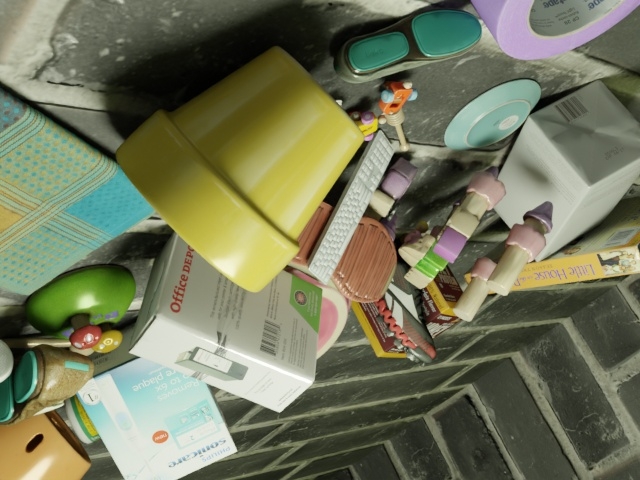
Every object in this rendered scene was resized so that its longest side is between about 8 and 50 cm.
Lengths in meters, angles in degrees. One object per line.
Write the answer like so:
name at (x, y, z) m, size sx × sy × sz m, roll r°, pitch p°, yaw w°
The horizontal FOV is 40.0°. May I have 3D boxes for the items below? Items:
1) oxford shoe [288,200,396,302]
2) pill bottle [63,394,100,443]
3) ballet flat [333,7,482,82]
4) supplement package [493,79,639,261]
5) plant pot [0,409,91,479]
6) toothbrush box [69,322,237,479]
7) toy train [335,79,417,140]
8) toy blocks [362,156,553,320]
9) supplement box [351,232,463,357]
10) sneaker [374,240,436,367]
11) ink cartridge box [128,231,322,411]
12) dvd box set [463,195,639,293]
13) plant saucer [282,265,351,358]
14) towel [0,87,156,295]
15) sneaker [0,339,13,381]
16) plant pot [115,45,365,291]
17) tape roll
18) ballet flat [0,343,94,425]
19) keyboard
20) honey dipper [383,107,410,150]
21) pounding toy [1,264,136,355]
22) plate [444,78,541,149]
oxford shoe at (0.000, 0.000, 1.504) m, size 0.397 × 0.147 × 0.140 m, roll 34°, pitch 78°, yaw -52°
pill bottle at (-0.400, 0.316, 1.779) m, size 0.209 × 0.117 × 0.117 m, roll -24°, pitch 157°, yaw -6°
ballet flat at (0.115, -0.265, 1.191) m, size 0.213 × 0.072 × 0.068 m, roll -18°, pitch -177°, yaw -17°
supplement package at (0.465, -0.124, 1.663) m, size 0.178 × 0.175 × 0.293 m, roll -28°, pitch 158°, yaw -19°
plant pot at (-0.568, 0.404, 1.629) m, size 0.203 × 0.291 × 0.291 m, roll -39°, pitch 159°, yaw -14°
toothbrush box at (-0.315, 0.308, 1.663) m, size 0.217 × 0.126 × 0.295 m, roll -22°, pitch 122°, yaw -8°
toy train at (0.054, -0.195, 1.283) m, size 0.166 × 0.046 × 0.125 m, roll -14°, pitch 153°, yaw -33°
toy blocks at (0.255, -0.057, 1.624) m, size 0.260 × 0.309 × 0.288 m, roll -55°, pitch 176°, yaw -17°
supplement box at (0.184, 0.121, 1.882) m, size 0.194 × 0.191 × 0.129 m, roll -38°, pitch 154°, yaw 23°
sneaker at (0.165, 0.114, 1.749) m, size 0.135 × 0.276 × 0.097 m, roll -33°, pitch 160°, yaw 5°
ink cartridge box at (-0.144, 0.124, 1.405) m, size 0.273 × 0.198 × 0.115 m, roll 26°, pitch 133°, yaw -19°
dvd box set at (0.550, 0.002, 1.848) m, size 0.421 × 0.062 × 0.308 m, roll -14°, pitch -165°, yaw 48°
plant saucer at (-0.077, 0.152, 1.651) m, size 0.332 × 0.084 × 0.332 m, roll -19°, pitch 139°, yaw -18°
towel at (-0.398, -0.050, 1.126) m, size 0.272 × 0.040 × 0.370 m, roll -31°, pitch 154°, yaw 9°
sneaker at (-0.629, 0.233, 1.403) m, size 0.293 × 0.108 × 0.169 m, roll -11°, pitch 155°, yaw -11°
plant pot at (-0.083, -0.103, 1.105) m, size 0.239 × 0.254 × 0.254 m, roll -43°, pitch 155°, yaw 3°
tape roll at (0.335, -0.365, 1.159) m, size 0.275 × 0.090 × 0.274 m, roll -21°, pitch 156°, yaw -10°
ballet flat at (-0.469, 0.241, 1.466) m, size 0.124 × 0.116 × 0.342 m, roll 6°, pitch 157°, yaw -35°
keyboard at (0.051, -0.053, 1.410) m, size 0.072 × 0.014 × 0.256 m, roll 41°, pitch 73°, yaw -51°
honey dipper at (0.127, -0.179, 1.407) m, size 0.031 × 0.030 × 0.160 m, roll -29°, pitch 159°, yaw 5°
pounding toy at (-0.392, 0.149, 1.449) m, size 0.183 × 0.110 × 0.237 m, roll 1°, pitch 144°, yaw -46°
plate at (0.304, -0.210, 1.531) m, size 0.188 × 0.024 × 0.188 m, roll -22°, pitch 155°, yaw -11°
